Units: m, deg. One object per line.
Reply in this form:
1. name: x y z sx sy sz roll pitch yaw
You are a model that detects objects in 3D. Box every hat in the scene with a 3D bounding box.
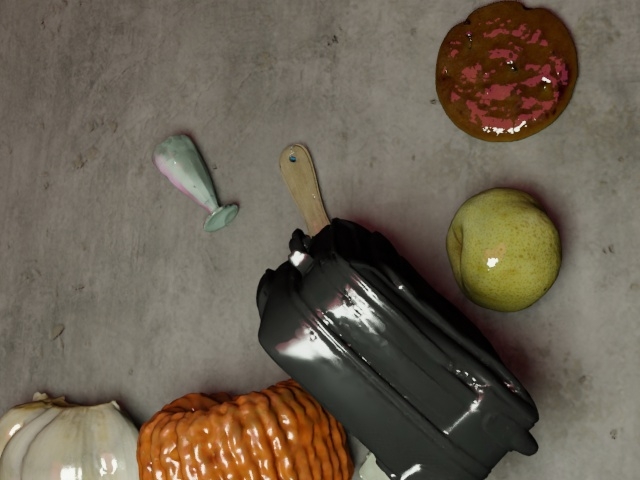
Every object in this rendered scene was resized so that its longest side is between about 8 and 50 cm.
1. hat: -0.092 0.389 1.107 0.285 0.285 0.401 -6 88 18

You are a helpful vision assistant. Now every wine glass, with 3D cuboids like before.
1. wine glass: -0.198 -0.091 1.324 0.073 0.073 0.155 -40 69 8

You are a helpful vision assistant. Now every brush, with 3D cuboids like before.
1. brush: 0.000 0.000 1.243 0.070 0.065 0.328 -25 71 16

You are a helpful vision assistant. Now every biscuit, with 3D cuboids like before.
1. biscuit: 0.264 -0.244 1.211 0.212 0.036 0.212 -4 79 19

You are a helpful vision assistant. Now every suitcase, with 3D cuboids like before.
1. suitcase: 0.074 0.127 1.004 0.339 0.345 0.188 43 97 -6

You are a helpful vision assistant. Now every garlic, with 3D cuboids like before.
1. garlic: -0.378 0.346 1.243 0.281 0.184 0.203 -1 98 18

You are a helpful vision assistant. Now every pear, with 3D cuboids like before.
1. pear: 0.240 0.013 1.100 0.136 0.167 0.167 2 79 -7

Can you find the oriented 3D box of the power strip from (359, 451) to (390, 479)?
1. power strip: 0.134 0.345 1.124 0.192 0.035 0.081 43 122 22
